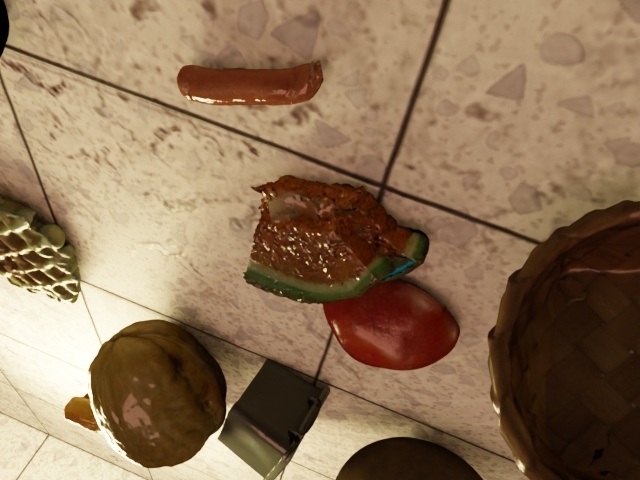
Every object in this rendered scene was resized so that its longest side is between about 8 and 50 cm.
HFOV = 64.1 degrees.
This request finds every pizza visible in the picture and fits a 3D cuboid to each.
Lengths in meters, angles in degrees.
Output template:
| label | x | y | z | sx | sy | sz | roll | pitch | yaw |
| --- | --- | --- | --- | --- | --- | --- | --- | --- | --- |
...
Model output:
| label | x | y | z | sx | sy | sz | roll | pitch | yaw |
| --- | --- | --- | --- | --- | --- | --- | --- | --- | --- |
| pizza | -0.388 | 0.353 | 1.131 | 0.335 | 0.086 | 0.226 | 14 | -167 | -33 |

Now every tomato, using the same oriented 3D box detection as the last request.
| label | x | y | z | sx | sy | sz | roll | pitch | yaw |
| --- | --- | --- | --- | --- | --- | --- | --- | --- | --- |
| tomato | 0.086 | 0.118 | 0.672 | 0.174 | 0.082 | 0.166 | -2 | 132 | 33 |

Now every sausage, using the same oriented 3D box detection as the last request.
| label | x | y | z | sx | sy | sz | roll | pitch | yaw |
| --- | --- | --- | --- | --- | --- | --- | --- | --- | --- |
| sausage | -0.069 | -0.151 | 0.496 | 0.158 | 0.036 | 0.042 | 5 | 148 | 23 |

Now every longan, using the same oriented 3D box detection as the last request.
| label | x | y | z | sx | sy | sz | roll | pitch | yaw |
| --- | --- | --- | --- | --- | --- | --- | --- | --- | --- |
| longan | 0.163 | 0.503 | 0.883 | 0.319 | 0.319 | 0.319 | 15 | 139 | 13 |

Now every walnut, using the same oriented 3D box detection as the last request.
| label | x | y | z | sx | sy | sz | roll | pitch | yaw |
| --- | --- | --- | --- | --- | --- | --- | --- | --- | --- |
| walnut | -0.300 | 0.274 | 0.940 | 0.283 | 0.227 | 0.283 | 11 | 128 | 14 |

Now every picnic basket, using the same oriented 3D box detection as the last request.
| label | x | y | z | sx | sy | sz | roll | pitch | yaw |
| --- | --- | --- | --- | --- | --- | --- | --- | --- | --- |
| picnic basket | 0.278 | 0.084 | 0.332 | 0.337 | 0.293 | 0.337 | 8 | 163 | 3 |

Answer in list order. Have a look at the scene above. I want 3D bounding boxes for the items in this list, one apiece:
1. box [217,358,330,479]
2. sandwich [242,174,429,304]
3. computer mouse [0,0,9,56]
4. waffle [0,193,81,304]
| label | x | y | z | sx | sy | sz | roll | pitch | yaw |
| --- | --- | --- | --- | --- | --- | --- | --- | --- | --- |
| box | -0.095 | 0.337 | 0.960 | 0.135 | 0.163 | 0.243 | 32 | 142 | 7 |
| sandwich | 0.006 | 0.010 | 0.597 | 0.235 | 0.079 | 0.159 | 9 | 138 | 20 |
| computer mouse | -0.444 | -0.267 | 0.523 | 0.233 | 0.096 | 0.137 | 31 | 140 | -3 |
| waffle | -0.569 | 0.000 | 0.914 | 0.309 | 0.056 | 0.292 | 22 | 141 | 3 |
